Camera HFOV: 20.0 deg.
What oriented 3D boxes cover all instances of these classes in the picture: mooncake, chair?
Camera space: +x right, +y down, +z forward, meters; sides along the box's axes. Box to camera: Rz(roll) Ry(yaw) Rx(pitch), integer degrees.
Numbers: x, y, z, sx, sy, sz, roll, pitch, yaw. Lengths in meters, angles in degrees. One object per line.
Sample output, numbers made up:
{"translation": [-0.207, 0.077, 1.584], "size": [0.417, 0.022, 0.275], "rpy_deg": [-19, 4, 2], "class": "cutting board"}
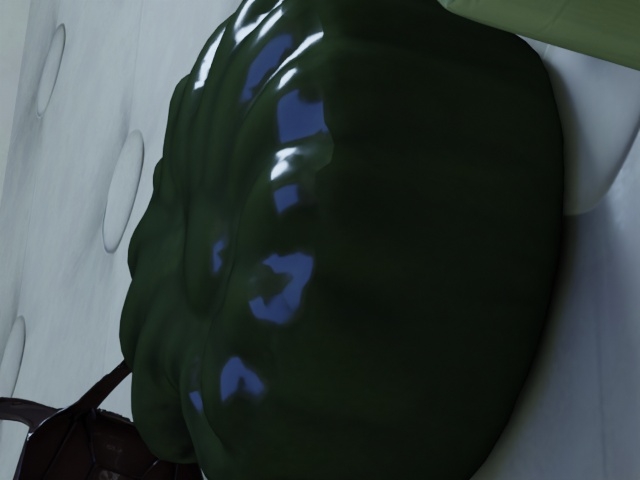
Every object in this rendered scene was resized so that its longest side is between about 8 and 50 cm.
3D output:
{"translation": [0.000, 0.000, 1.103], "size": [0.351, 0.187, 0.351], "rpy_deg": [-166, 90, -74], "class": "mooncake"}
{"translation": [-0.182, 0.207, 1.486], "size": [0.326, 0.175, 0.183], "rpy_deg": [-27, 43, 61], "class": "chair"}

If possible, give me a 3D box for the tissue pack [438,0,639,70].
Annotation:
{"translation": [0.149, -0.128, 0.682], "size": [0.159, 0.234, 0.125], "rpy_deg": [-115, 41, -62], "class": "tissue pack"}
